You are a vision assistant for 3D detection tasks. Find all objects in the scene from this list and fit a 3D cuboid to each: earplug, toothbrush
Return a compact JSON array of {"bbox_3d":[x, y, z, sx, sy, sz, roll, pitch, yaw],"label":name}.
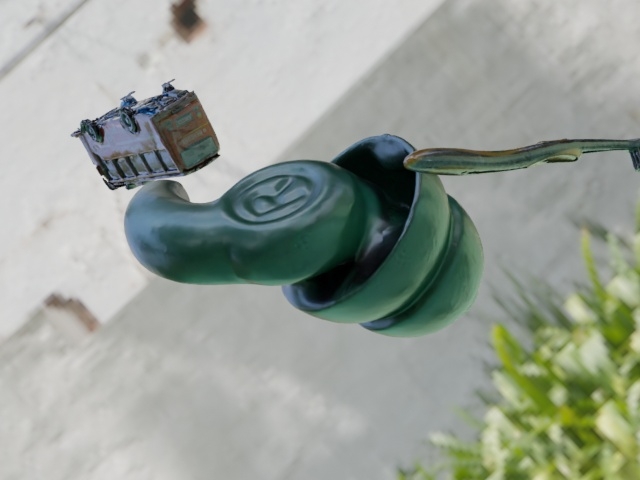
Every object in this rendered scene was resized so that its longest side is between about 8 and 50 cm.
[{"bbox_3d":[-0.004,0.007,1.389,0.257,0.280,0.164,-38,34,42],"label":"earplug"},{"bbox_3d":[0.181,-0.067,1.337,0.321,0.031,0.023,-2,-24,-41],"label":"toothbrush"}]

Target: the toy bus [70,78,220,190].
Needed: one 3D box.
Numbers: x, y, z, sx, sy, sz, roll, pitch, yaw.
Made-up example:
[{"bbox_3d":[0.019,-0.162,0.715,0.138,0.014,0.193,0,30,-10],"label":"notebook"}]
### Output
[{"bbox_3d":[-0.186,-0.107,1.774,0.073,0.096,0.235,-31,11,-25],"label":"toy bus"}]
